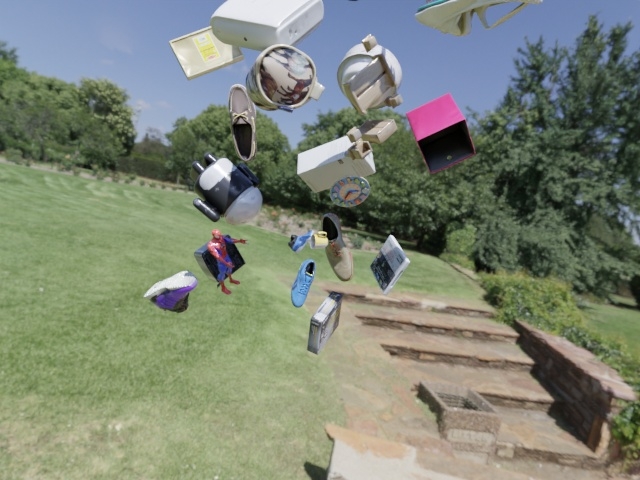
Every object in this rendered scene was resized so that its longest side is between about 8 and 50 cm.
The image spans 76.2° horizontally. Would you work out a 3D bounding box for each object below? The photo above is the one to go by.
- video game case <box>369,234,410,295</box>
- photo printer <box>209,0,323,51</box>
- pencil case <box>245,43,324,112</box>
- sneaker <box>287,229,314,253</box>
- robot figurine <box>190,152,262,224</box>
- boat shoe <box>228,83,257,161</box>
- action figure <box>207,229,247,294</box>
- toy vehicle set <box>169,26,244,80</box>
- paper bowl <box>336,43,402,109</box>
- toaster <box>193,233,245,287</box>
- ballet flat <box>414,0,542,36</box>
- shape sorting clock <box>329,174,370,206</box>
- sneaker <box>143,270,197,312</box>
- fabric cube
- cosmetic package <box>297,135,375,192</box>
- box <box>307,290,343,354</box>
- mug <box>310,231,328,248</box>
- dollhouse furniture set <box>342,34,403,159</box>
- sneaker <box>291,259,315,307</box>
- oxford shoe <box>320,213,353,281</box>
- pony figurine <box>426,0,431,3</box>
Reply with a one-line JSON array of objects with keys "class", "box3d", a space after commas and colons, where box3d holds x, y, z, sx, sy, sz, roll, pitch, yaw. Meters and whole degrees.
[{"class": "video game case", "box3d": [0.273, 0.097, 1.634, 0.022, 0.173, 0.190, 19, 26, -23]}, {"class": "photo printer", "box3d": [-0.182, -0.715, 1.310, 0.307, 0.256, 0.107, 24, -31, 25]}, {"class": "pencil case", "box3d": [-0.126, -0.468, 1.224, 0.183, 0.160, 0.410, 36, 6, -21]}, {"class": "sneaker", "box3d": [-0.101, -0.014, 2.047, 0.084, 0.152, 0.058, 43, -17, -10]}, {"class": "robot figurine", "box3d": [-0.339, -0.180, 1.468, 0.278, 0.209, 0.173, 43, 9, -2]}, {"class": "boat shoe", "box3d": [-0.333, -0.500, 1.752, 0.116, 0.324, 0.097, -5, 18, -4]}, {"class": "action figure", "box3d": [-0.325, 0.080, 1.487, 0.139, 0.280, 0.091, 12, 42, 24]}, {"class": "toy vehicle set", "box3d": [-0.484, -0.814, 1.749, 0.266, 0.166, 0.035, -27, 6, -13]}, {"class": "paper bowl", "box3d": [0.209, -0.712, 1.823, 0.284, 0.148, 0.284, 20, -30, 12]}, {"class": "toaster", "box3d": [-0.455, 0.087, 1.827, 0.110, 0.168, 0.185, 3, 36, 49]}, {"class": "ballet flat", "box3d": [0.440, -0.662, 1.169, 0.139, 0.139, 0.400, 9, -1, -38]}, {"class": "shape sorting clock", "box3d": [0.149, -0.245, 2.063, 0.206, 0.206, 0.040, 10, 47, -26]}, {"class": "sneaker", "box3d": [-0.574, 0.222, 1.658, 0.293, 0.146, 0.102, -18, 27, 34]}, {"class": "fabric cube", "box3d": [0.635, -0.566, 2.173, 0.254, 0.258, 0.259, -24, -45, 16]}, {"class": "cosmetic package", "box3d": [0.084, -0.429, 2.283, 0.385, 0.156, 0.217, -18, -33, 24]}, {"class": "box", "box3d": [0.022, 0.358, 1.792, 0.056, 0.183, 0.231, 17, 30, 20]}, {"class": "mug", "box3d": [-0.001, 0.004, 1.706, 0.064, 0.062, 0.078, 4, -20, -23]}, {"class": "dollhouse furniture set", "box3d": [0.136, -0.551, 1.611, 0.174, 0.303, 0.355, 23, -27, 55]}, {"class": "sneaker", "box3d": [-0.070, 0.178, 1.709, 0.069, 0.209, 0.082, 20, -12, -16]}, {"class": "oxford shoe", "box3d": [0.067, 0.038, 1.983, 0.123, 0.348, 0.130, -20, -3, 13]}, {"class": "pony figurine", "box3d": [0.364, -1.031, 1.382, 0.363, 0.303, 0.351, -10, 5, -17]}]
